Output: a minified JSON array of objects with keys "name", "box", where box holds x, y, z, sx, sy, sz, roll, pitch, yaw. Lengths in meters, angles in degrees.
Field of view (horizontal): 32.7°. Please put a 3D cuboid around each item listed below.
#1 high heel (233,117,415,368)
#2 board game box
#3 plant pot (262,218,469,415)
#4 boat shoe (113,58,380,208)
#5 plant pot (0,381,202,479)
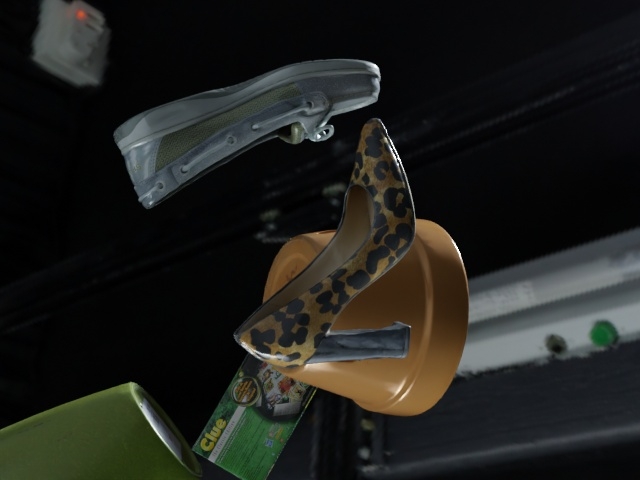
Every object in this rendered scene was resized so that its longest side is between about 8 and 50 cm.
[{"name":"high heel","box":[0.000,0.000,1.127,0.093,0.186,0.261,169,-80,-70]},{"name":"board game box","box":[-0.096,0.278,1.865,0.260,0.136,0.030,-59,174,-9]},{"name":"plant pot","box":[0.047,0.103,1.566,0.291,0.203,0.291,-22,-115,59]},{"name":"boat shoe","box":[-0.072,-0.129,1.251,0.118,0.320,0.103,-23,-94,69]},{"name":"plant pot","box":[-0.290,0.301,1.225,0.293,0.275,0.275,-37,-139,-2]}]
